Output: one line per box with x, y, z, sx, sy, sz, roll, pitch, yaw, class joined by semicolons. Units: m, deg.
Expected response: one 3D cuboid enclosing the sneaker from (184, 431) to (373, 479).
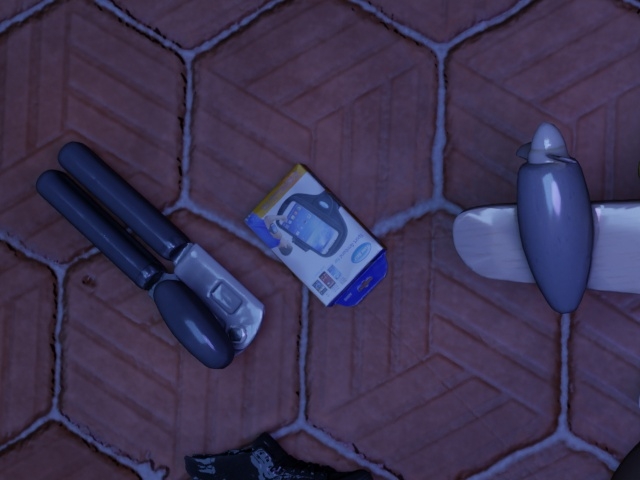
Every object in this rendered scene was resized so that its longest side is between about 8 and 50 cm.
-0.040;0.223;1.866;0.170;0.051;0.089;-20;88;16;sneaker

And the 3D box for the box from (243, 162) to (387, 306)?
0.000;0.000;1.878;0.136;0.028;0.081;45;98;13;box

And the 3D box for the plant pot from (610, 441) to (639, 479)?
0.350;0.277;1.654;0.256;0.274;0.256;0;88;13;plant pot

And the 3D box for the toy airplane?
0.359;-0.014;1.643;0.386;0.272;0.384;-44;73;2;toy airplane

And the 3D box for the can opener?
-0.167;0.010;1.891;0.280;0.093;0.074;43;99;16;can opener
